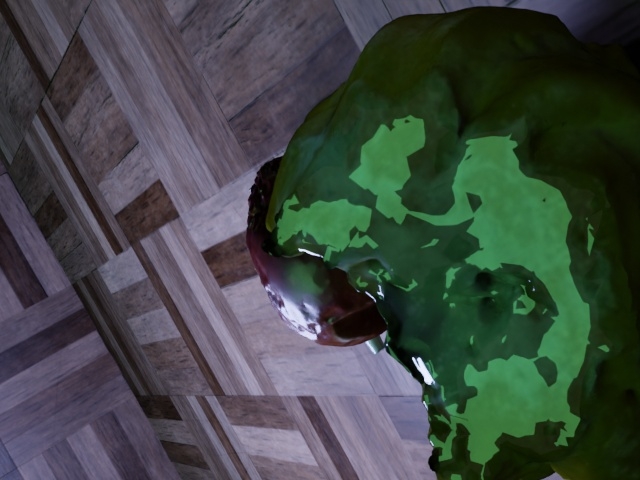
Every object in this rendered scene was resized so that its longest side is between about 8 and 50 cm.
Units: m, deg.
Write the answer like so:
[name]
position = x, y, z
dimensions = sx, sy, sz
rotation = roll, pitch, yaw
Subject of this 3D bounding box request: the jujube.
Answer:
[jujube]
position = 0.000, 0.000, 0.933
dimensions = 0.236, 0.168, 0.168
rotation = -124, 22, -43

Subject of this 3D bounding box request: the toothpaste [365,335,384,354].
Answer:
[toothpaste]
position = 0.013, 0.038, 1.061
dimensions = 0.218, 0.041, 0.064
rotation = 58, 142, 8

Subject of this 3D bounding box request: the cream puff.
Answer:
[cream puff]
position = 0.144, -0.006, 0.611
dimensions = 0.274, 0.270, 0.323
rotation = -31, 90, 30
